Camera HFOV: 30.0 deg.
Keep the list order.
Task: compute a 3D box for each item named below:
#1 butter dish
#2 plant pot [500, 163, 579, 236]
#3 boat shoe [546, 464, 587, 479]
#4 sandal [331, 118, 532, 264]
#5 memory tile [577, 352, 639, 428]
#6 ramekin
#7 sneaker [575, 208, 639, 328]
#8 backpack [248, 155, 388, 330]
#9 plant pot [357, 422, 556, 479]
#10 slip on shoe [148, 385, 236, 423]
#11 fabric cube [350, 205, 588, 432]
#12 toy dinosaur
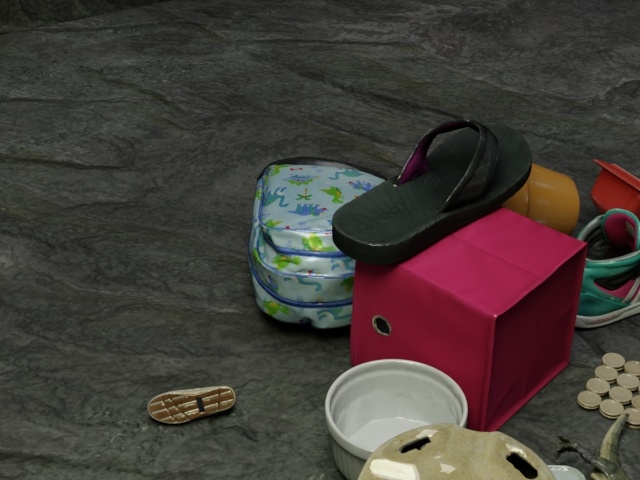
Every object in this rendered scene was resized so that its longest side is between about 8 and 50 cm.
[{"bbox_3d":[0.570,-0.058,2.240,0.159,0.118,0.160,26,12,-41],"label":"butter dish"},{"bbox_3d":[0.361,-0.064,2.189,0.187,0.205,0.205,4,31,-22],"label":"plant pot"},{"bbox_3d":[0.213,0.348,1.596,0.320,0.103,0.118,-5,35,-6],"label":"boat shoe"},{"bbox_3d":[0.194,-0.102,1.855,0.167,0.107,0.445,24,40,30],"label":"sandal"},{"bbox_3d":[0.480,0.236,1.891,0.113,0.012,0.148,19,38,26],"label":"memory tile"},{"bbox_3d":[0.108,0.279,1.744,0.207,0.109,0.207,0,34,0],"label":"ramekin"},{"bbox_3d":[0.536,0.024,2.053,0.295,0.178,0.124,-20,39,-27],"label":"sneaker"},{"bbox_3d":[0.000,0.000,2.064,0.290,0.273,0.356,10,47,3],"label":"backpack"},{"bbox_3d":[0.147,0.387,1.346,0.333,0.306,0.334,0,34,0],"label":"plant pot"},{"bbox_3d":[-0.198,0.251,1.849,0.135,0.052,0.041,-13,-4,-5],"label":"slip on shoe"},{"bbox_3d":[0.228,0.107,1.871,0.258,0.254,0.259,28,43,32],"label":"fabric cube"},{"bbox_3d":[0.394,0.334,1.710,0.118,0.064,0.268,8,33,3],"label":"toy dinosaur"}]
